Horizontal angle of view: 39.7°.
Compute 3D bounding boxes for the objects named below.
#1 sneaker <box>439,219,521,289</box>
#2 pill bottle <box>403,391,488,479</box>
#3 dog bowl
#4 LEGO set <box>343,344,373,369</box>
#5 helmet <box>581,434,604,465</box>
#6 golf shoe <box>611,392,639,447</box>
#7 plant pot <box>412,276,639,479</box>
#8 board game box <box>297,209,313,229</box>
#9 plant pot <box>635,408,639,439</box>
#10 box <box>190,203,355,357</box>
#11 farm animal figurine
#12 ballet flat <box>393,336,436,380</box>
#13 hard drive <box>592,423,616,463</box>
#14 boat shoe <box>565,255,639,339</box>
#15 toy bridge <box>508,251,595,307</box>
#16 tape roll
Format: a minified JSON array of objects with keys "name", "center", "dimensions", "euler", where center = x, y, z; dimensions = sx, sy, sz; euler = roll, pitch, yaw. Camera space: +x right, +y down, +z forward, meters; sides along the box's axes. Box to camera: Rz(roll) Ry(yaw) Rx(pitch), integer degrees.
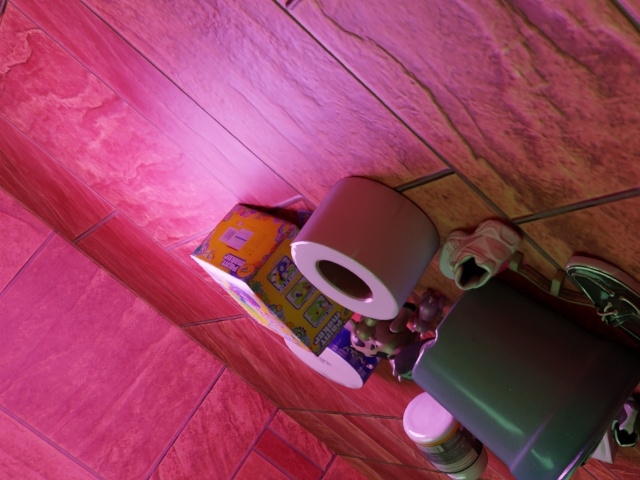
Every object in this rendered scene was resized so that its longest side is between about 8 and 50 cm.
[{"name":"sneaker","center":[0.263,0.041,1.603],"dimensions":[0.090,0.115,0.232],"euler":[36,158,-4]},{"name":"pill bottle","center":[0.354,0.549,2.453],"dimensions":[0.162,0.162,0.278],"euler":[12,150,44]},{"name":"dog bowl","center":[0.034,0.294,2.458],"dimensions":[0.265,0.104,0.265],"euler":[29,158,13]},{"name":"LEGO set","center":[0.092,0.266,2.053],"dimensions":[0.083,0.023,0.054],"euler":[38,174,-26]},{"name":"helmet","center":[0.510,0.376,1.868],"dimensions":[0.161,0.169,0.169],"euler":[29,157,11]},{"name":"golf shoe","center":[0.627,0.386,1.828],"dimensions":[0.077,0.094,0.198],"euler":[22,156,26]},{"name":"plant pot","center":[0.374,0.257,1.648],"dimensions":[0.334,0.341,0.341],"euler":[36,159,18]},{"name":"board game box","center":[0.000,0.000,2.003],"dimensions":[0.133,0.033,0.168],"euler":[28,157,18]},{"name":"plant pot","center":[0.683,0.366,1.589],"dimensions":[0.236,0.236,0.032],"euler":[28,122,15]},{"name":"box","center":[-0.103,0.088,2.081],"dimensions":[0.279,0.177,0.290],"euler":[48,165,-31]},{"name":"farm animal figurine","center":[0.170,0.219,2.022],"dimensions":[0.330,0.172,0.327],"euler":[43,157,-19]},{"name":"ballet flat","center":[0.294,0.234,1.863],"dimensions":[0.280,0.095,0.096],"euler":[-6,153,-4]},{"name":"hard drive","center":[0.524,0.423,2.065],"dimensions":[0.307,0.040,0.203],"euler":[13,151,30]},{"name":"boat shoe","center":[0.498,0.106,1.466],"dimensions":[0.219,0.070,0.078],"euler":[33,158,4]},{"name":"toy bridge","center":[0.421,0.078,1.576],"dimensions":[0.188,0.026,0.063],"euler":[25,157,22]},{"name":"tape roll","center":[0.088,0.017,1.732],"dimensions":[0.246,0.169,0.246],"euler":[30,157,14]}]
